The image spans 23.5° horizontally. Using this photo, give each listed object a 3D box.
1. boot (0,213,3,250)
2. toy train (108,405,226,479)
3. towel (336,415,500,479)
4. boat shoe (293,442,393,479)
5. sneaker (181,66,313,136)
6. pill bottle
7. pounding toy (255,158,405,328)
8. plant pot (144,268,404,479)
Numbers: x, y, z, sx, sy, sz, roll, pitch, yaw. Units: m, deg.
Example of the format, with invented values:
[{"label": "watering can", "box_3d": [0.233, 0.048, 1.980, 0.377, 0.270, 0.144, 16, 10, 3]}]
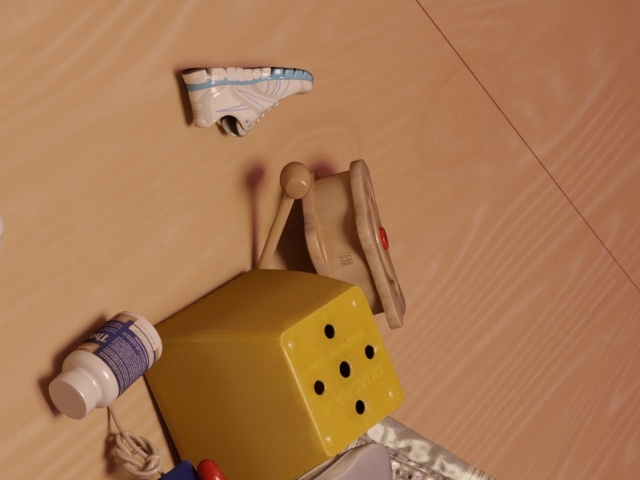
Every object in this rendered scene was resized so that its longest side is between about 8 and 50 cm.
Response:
[{"label": "boot", "box_3d": [-0.350, 0.095, 1.421, 0.123, 0.095, 0.258, 54, 56, -41]}, {"label": "toy train", "box_3d": [-0.137, 0.288, 1.626, 0.105, 0.248, 0.143, -35, 151, -5]}, {"label": "towel", "box_3d": [0.086, 0.369, 1.812, 0.312, 0.056, 0.324, 27, 55, -2]}, {"label": "boat shoe", "box_3d": [0.004, 0.280, 1.716, 0.258, 0.084, 0.095, -3, 92, -65]}, {"label": "sneaker", "box_3d": [-0.084, -0.163, 1.799, 0.190, 0.071, 0.083, -9, 99, -43]}, {"label": "pill bottle", "box_3d": [-0.223, 0.130, 1.580, 0.120, 0.067, 0.067, -44, 119, -45]}, {"label": "pounding toy", "box_3d": [0.000, 0.000, 1.874, 0.154, 0.155, 0.269, -89, 162, -57]}, {"label": "plant pot", "box_3d": [-0.038, 0.150, 1.684, 0.212, 0.187, 0.212, -31, 102, -45]}]
